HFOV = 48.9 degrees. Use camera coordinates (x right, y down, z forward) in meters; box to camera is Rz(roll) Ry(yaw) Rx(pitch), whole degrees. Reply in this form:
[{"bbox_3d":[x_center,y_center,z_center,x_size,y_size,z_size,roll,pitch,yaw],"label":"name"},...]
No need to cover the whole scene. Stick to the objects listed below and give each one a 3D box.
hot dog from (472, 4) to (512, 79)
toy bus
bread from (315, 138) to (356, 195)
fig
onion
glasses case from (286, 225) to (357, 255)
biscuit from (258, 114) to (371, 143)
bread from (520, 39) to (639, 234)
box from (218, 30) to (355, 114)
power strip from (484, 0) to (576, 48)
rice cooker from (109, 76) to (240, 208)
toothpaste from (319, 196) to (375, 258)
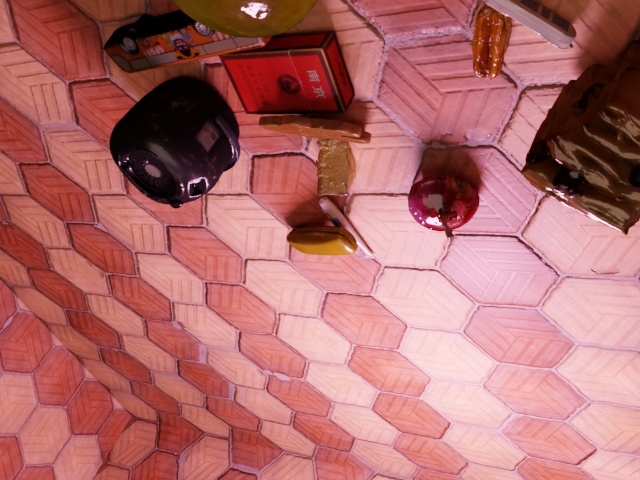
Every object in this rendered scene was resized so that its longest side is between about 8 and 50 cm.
[{"bbox_3d":[0.288,-0.333,1.186,0.062,0.038,0.144,12,143,17],"label":"hot dog"},{"bbox_3d":[-0.269,-0.415,1.408,0.408,0.093,0.092,0,138,35],"label":"toy bus"},{"bbox_3d":[0.029,-0.161,1.530,0.084,0.080,0.109,7,140,25],"label":"bread"},{"bbox_3d":[-0.113,-0.460,1.108,0.316,0.316,0.316,18,143,14],"label":"fig"},{"bbox_3d":[0.254,-0.056,1.461,0.150,0.140,0.150,5,146,4],"label":"onion"},{"bbox_3d":[0.000,0.000,1.733,0.079,0.064,0.234,45,155,-28],"label":"glasses case"},{"bbox_3d":[-0.014,-0.233,1.451,0.236,0.040,0.144,12,176,22],"label":"biscuit"},{"bbox_3d":[0.520,-0.151,1.042,0.370,0.314,0.192,23,135,15],"label":"bread"},{"bbox_3d":[-0.066,-0.328,1.397,0.239,0.074,0.153,5,135,28],"label":"box"},{"bbox_3d":[0.326,-0.363,1.115,0.191,0.048,0.030,31,140,-5],"label":"power strip"},{"bbox_3d":[-0.323,-0.213,1.577,0.267,0.224,0.267,16,143,13],"label":"rice cooker"},{"bbox_3d":[0.063,-0.026,1.719,0.052,0.033,0.218,-1,140,42],"label":"toothpaste"}]
